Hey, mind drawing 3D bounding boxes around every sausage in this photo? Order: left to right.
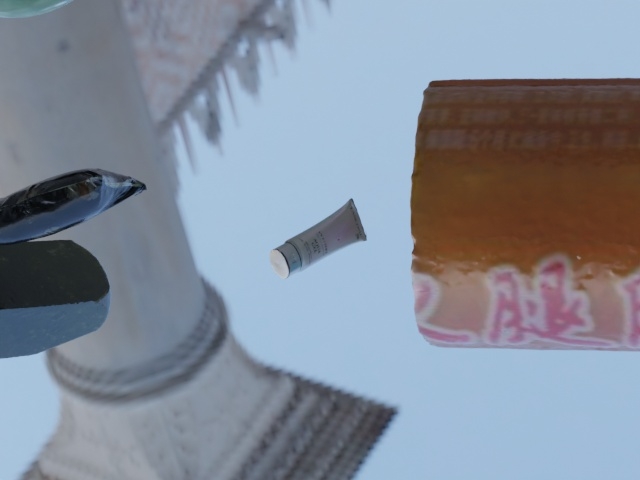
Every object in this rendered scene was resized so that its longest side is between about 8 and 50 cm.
[{"bbox_3d":[0.226,-0.018,1.557,0.287,0.233,0.233,2,-136,17],"label":"sausage"}]

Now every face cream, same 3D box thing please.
[{"bbox_3d":[0.000,0.000,1.518,0.020,0.038,0.115,-15,-171,40],"label":"face cream"}]

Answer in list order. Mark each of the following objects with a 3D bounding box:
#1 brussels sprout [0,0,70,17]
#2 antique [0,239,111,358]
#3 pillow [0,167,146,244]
[{"bbox_3d":[-0.327,-0.341,1.921,0.244,0.244,0.244,-7,-138,7],"label":"brussels sprout"},{"bbox_3d":[-0.299,0.056,1.696,0.221,0.080,0.081,-2,-128,-34],"label":"antique"},{"bbox_3d":[-0.233,-0.028,1.602,0.150,0.048,0.090,-17,-171,16],"label":"pillow"}]
